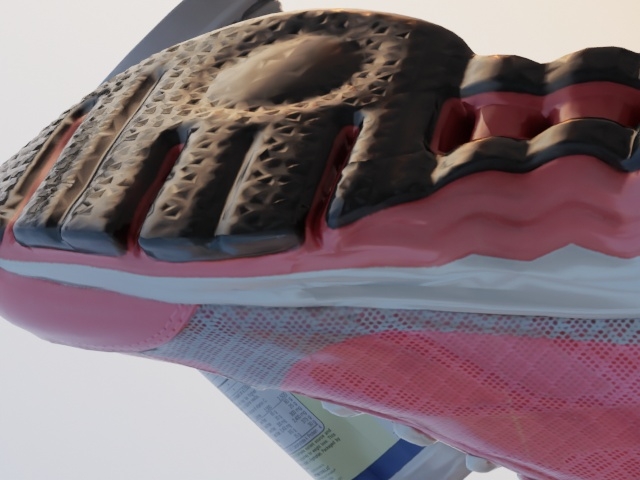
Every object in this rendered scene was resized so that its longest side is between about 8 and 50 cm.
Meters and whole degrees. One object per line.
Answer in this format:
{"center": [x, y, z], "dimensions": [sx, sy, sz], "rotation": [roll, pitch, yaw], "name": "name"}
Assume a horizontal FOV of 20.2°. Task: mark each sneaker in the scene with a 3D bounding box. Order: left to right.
{"center": [0.053, 0.023, 0.446], "dimensions": [0.116, 0.314, 0.136], "rotation": [-60, -37, -52], "name": "sneaker"}

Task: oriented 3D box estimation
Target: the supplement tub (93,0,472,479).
{"center": [0.000, 0.000, 1.169], "dimensions": [0.325, 0.235, 0.235], "rotation": [43, -160, 0], "name": "supplement tub"}
